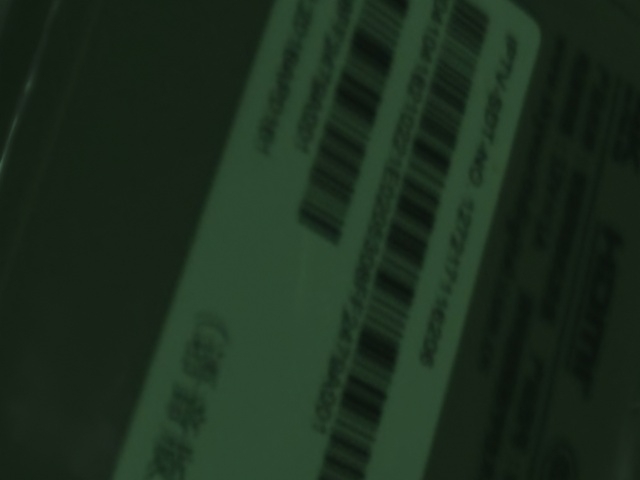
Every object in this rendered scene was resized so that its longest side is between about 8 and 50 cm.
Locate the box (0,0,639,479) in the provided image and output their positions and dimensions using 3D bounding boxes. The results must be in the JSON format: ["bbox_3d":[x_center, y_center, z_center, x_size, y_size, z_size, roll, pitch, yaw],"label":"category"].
[{"bbox_3d":[0.000,0.000,0.546,0.373,0.090,0.367,29,67,-34],"label":"box"}]
